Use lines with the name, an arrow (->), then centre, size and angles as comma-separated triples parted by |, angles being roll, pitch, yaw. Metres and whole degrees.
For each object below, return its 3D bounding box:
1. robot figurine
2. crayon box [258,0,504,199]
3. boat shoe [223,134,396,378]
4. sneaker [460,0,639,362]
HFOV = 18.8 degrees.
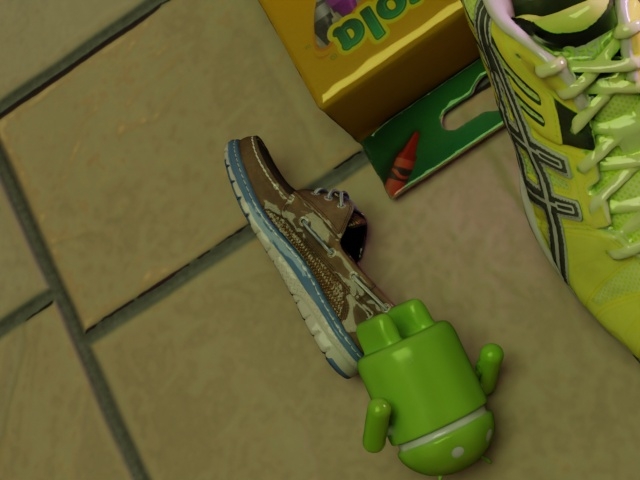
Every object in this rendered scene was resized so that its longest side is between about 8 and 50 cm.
robot figurine -> 0.066, 0.096, 1.211 | 0.101, 0.067, 0.115 | -24, 88, -27
crayon box -> 0.048, -0.213, 1.317 | 0.202, 0.081, 0.318 | -34, 64, 10
boat shoe -> 0.000, 0.000, 1.286 | 0.066, 0.066, 0.183 | -32, 74, 6
sneaker -> 0.162, -0.076, 1.148 | 0.145, 0.147, 0.384 | -28, 87, 11
